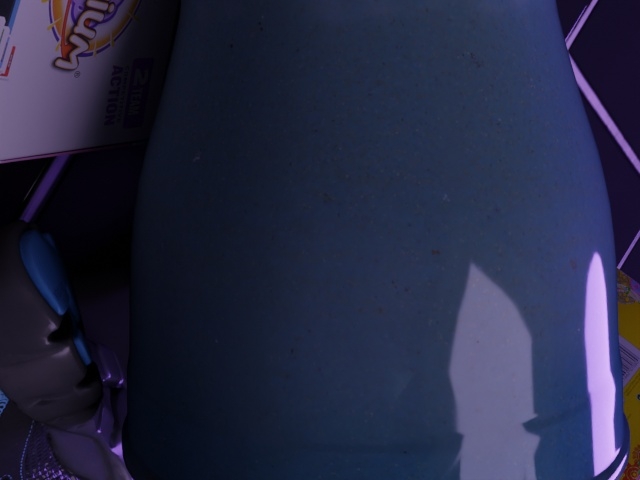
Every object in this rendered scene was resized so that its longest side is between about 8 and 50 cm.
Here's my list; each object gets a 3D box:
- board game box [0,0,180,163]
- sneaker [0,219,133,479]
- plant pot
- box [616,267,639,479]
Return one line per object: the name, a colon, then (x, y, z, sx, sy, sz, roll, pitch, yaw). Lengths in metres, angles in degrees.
board game box: (-0.185, -0.141, 0.436, 0.316, 0.064, 0.242, -15, 128, -48)
sneaker: (-0.184, 0.119, 0.647, 0.139, 0.125, 0.341, -20, 141, -7)
plant pot: (0.026, -0.021, 0.553, 0.271, 0.271, 0.255, -17, 111, -47)
box: (0.247, 0.213, 1.154, 0.290, 0.177, 0.279, -47, 165, -18)
